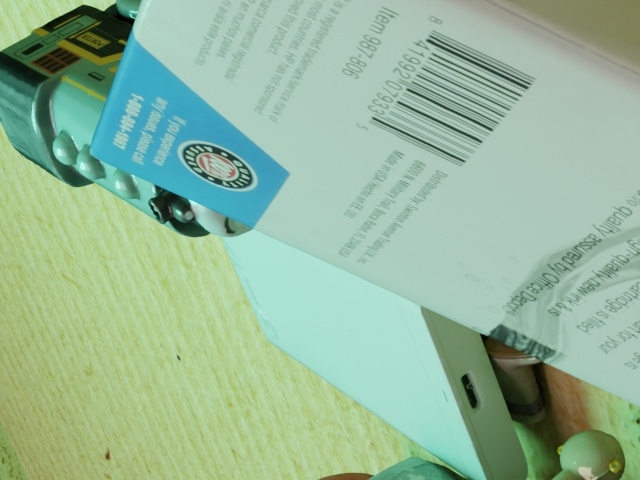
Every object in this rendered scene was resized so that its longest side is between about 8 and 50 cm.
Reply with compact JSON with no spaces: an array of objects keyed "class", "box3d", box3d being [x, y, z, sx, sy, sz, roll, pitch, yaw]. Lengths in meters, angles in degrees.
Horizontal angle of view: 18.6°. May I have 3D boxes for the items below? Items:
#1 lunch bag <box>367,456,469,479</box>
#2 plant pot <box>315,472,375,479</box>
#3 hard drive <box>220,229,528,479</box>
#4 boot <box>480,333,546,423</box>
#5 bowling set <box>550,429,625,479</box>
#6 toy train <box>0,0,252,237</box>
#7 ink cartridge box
[{"class":"lunch bag","box3d":[0.094,0.288,1.376,0.235,0.287,0.169,22,130,33]},{"class":"plant pot","box3d":[0.083,0.353,1.609,0.243,0.275,0.275,13,133,46]},{"class":"hard drive","box3d":[0.025,0.054,1.488,0.307,0.040,0.203,30,150,50]},{"class":"boot","box3d":[0.141,0.096,1.411,0.118,0.042,0.087,20,144,58]},{"class":"bowling set","box3d":[0.259,0.215,1.231,0.200,0.154,0.287,46,162,-22]},{"class":"toy train","box3d":[-0.105,-0.098,1.455,0.334,0.190,0.142,30,146,48]},{"class":"ink cartridge box","box3d":[0.128,-0.066,0.827,0.395,0.166,0.285,25,158,-5]}]
